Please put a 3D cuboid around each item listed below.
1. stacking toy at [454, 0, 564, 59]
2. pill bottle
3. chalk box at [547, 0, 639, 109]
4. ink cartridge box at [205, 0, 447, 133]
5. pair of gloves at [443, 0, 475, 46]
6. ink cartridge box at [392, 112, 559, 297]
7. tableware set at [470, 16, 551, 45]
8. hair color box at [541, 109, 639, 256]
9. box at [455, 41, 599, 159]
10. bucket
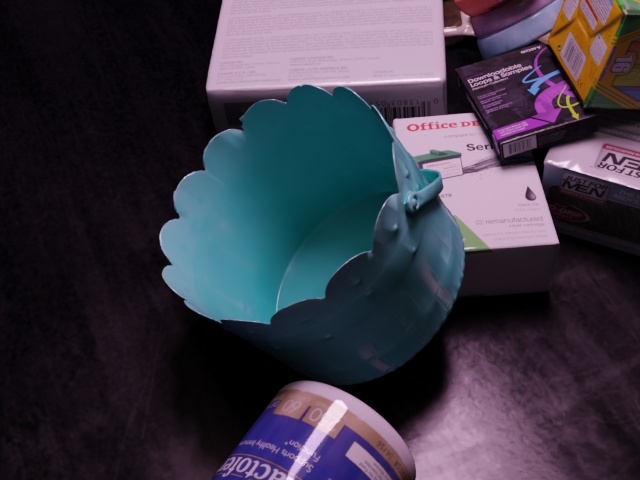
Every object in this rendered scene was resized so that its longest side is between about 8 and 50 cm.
[{"bbox_3d":[0.346,-0.335,1.218,0.309,0.130,0.279,-39,14,-37],"label":"stacking toy"},{"bbox_3d":[-0.043,0.263,0.819,0.153,0.153,0.265,24,55,22],"label":"pill bottle"},{"bbox_3d":[0.390,-0.235,1.068,0.213,0.132,0.132,-2,48,-13],"label":"chalk box"},{"bbox_3d":[0.018,-0.311,1.340,0.308,0.091,0.385,-2,49,7],"label":"ink cartridge box"},{"bbox_3d":[0.144,-0.380,1.410,0.204,0.042,0.240,2,57,3],"label":"pair of gloves"},{"bbox_3d":[0.170,-0.045,1.108,0.160,0.093,0.219,-5,50,-1],"label":"ink cartridge box"},{"bbox_3d":[0.286,-0.337,1.370,0.168,0.020,0.141,16,54,-11],"label":"tableware set"},{"bbox_3d":[0.413,-0.154,1.172,0.185,0.114,0.374,18,52,20],"label":"hair color box"},{"bbox_3d":[0.237,-0.167,1.117,0.116,0.029,0.162,-18,42,-1],"label":"box"},{"bbox_3d":[0.000,0.000,0.962,0.281,0.183,0.281,-20,50,26],"label":"bucket"}]
